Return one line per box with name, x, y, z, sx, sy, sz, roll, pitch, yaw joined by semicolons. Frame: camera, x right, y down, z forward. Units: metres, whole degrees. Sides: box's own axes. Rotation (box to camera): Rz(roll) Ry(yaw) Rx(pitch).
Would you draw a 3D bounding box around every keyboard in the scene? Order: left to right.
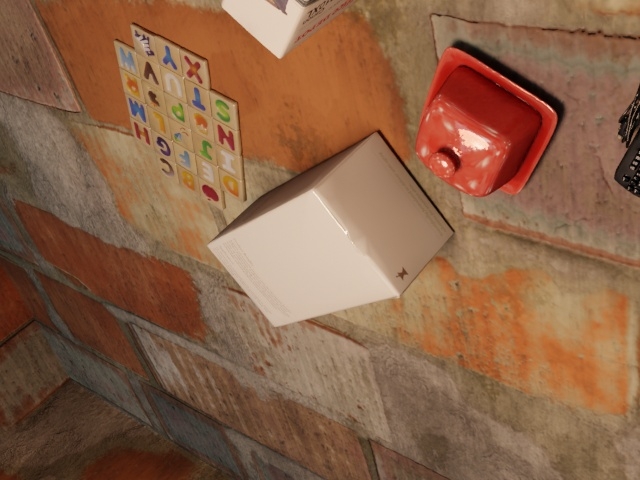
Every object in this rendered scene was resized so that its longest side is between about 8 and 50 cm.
keyboard;0.351;-0.108;0.853;0.100;0.038;0.192;35;146;19

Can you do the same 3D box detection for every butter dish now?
butter dish;0.171;-0.115;0.979;0.160;0.118;0.160;36;147;15

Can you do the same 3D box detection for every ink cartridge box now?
ink cartridge box;0.007;-0.330;0.876;0.100;0.172;0.237;44;149;4

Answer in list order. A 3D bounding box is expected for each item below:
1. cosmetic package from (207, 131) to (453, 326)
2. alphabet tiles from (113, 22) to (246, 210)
cosmetic package;0.000;0.000;1.276;0.197;0.155;0.365;52;147;-11
alphabet tiles;-0.247;-0.208;1.468;0.285;0.011;0.342;30;145;24
